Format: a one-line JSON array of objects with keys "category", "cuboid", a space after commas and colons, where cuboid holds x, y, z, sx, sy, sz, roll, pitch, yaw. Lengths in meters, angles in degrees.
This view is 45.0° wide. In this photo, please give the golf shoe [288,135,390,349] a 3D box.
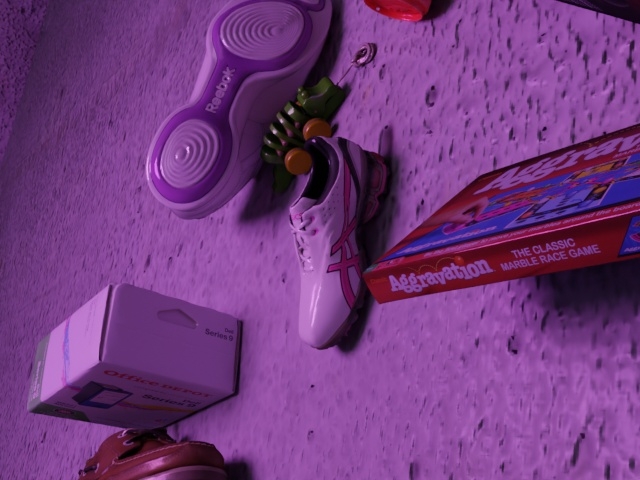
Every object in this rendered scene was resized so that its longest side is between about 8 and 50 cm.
[{"category": "golf shoe", "cuboid": [0.000, 0.000, 0.676, 0.067, 0.085, 0.186, -7, 68, 54]}]

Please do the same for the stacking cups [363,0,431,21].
[{"category": "stacking cups", "cuboid": [0.108, -0.362, 0.699, 0.096, 0.096, 0.317, 15, 85, 58]}]

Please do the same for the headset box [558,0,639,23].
[{"category": "headset box", "cuboid": [0.130, -0.238, 0.482, 0.110, 0.218, 0.293, -61, 34, 14]}]

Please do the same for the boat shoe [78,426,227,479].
[{"category": "boat shoe", "cuboid": [-0.198, 0.247, 0.816, 0.307, 0.110, 0.105, -36, 46, 42]}]

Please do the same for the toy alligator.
[{"category": "toy alligator", "cuboid": [-0.015, -0.133, 0.803, 0.190, 0.051, 0.056, -56, 35, 21]}]

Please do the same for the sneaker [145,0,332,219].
[{"category": "sneaker", "cuboid": [-0.091, -0.157, 0.870, 0.305, 0.114, 0.152, -57, -7, -11]}]

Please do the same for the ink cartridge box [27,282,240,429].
[{"category": "ink cartridge box", "cuboid": [-0.207, 0.137, 0.850, 0.212, 0.154, 0.093, -33, 47, 44]}]

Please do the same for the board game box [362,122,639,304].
[{"category": "board game box", "cuboid": [0.159, -0.029, 0.419, 0.145, 0.027, 0.281, -35, 11, -36]}]
